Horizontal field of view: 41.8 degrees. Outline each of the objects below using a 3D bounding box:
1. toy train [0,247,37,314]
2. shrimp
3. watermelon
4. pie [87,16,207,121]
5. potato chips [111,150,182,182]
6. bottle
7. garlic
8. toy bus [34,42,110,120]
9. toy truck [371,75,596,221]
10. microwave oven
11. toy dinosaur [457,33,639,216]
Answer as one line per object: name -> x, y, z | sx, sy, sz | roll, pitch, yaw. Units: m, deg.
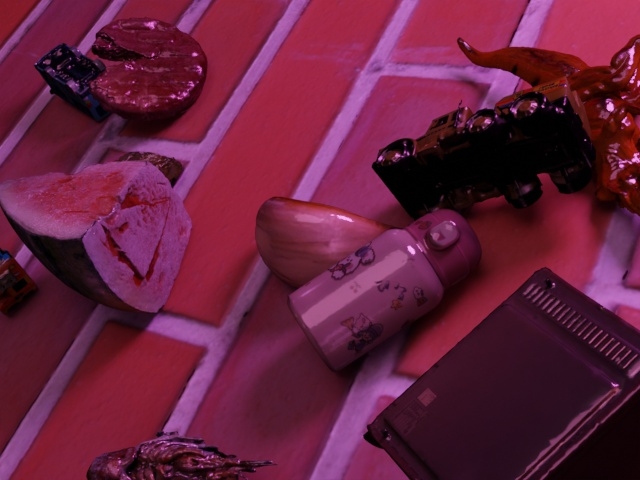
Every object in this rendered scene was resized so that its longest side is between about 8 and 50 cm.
toy train -> -0.517, 0.036, 1.297 | 0.188, 0.099, 0.072 | 29, 68, 40
shrimp -> -0.159, 0.263, 0.967 | 0.233, 0.079, 0.090 | -9, 56, 13
watermelon -> -0.305, -0.027, 1.168 | 0.262, 0.213, 0.201 | 25, 67, 37
pie -> -0.297, -0.292, 1.434 | 0.204, 0.054, 0.218 | 12, 55, -2
potato chips -> -0.318, -0.090, 1.354 | 0.209, 0.026, 0.142 | 10, 62, 31
bottle -> 0.082, 0.050, 0.997 | 0.233, 0.110, 0.110 | -33, 48, -1
garlic -> 0.000, 0.009, 1.080 | 0.207, 0.128, 0.115 | 9, 82, 22
toy bus -> -0.436, -0.287, 1.517 | 0.160, 0.091, 0.079 | 32, 67, 33
toy truck -> 0.197, -0.112, 1.031 | 0.257, 0.127, 0.127 | -20, 38, 31
microwave oven -> 0.202, 0.184, 0.789 | 0.247, 0.188, 0.178 | -42, 43, -5
toy dinosaur -> 0.358, -0.198, 1.077 | 0.208, 0.097, 0.432 | -36, 42, 11
